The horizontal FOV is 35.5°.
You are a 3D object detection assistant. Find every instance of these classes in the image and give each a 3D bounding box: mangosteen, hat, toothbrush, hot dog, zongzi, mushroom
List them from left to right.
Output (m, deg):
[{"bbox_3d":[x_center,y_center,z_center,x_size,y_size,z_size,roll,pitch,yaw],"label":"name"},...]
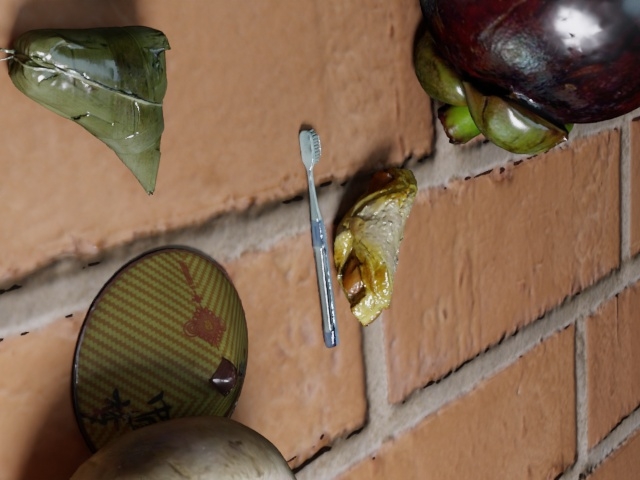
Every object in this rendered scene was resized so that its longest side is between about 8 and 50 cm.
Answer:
[{"bbox_3d":[-0.176,-0.084,0.706,0.154,0.062,0.130,-14,118,-43],"label":"zongzi"},{"bbox_3d":[-0.102,0.249,0.736,0.255,0.184,0.255,-14,108,-52],"label":"mushroom"},{"bbox_3d":[-0.099,0.106,0.804,0.193,0.082,0.193,-12,105,-49],"label":"hat"},{"bbox_3d":[0.000,0.000,0.965,0.019,0.016,0.219,-29,117,-55],"label":"toothbrush"},{"bbox_3d":[0.046,-0.003,0.980,0.061,0.078,0.169,27,68,-34],"label":"hot dog"},{"bbox_3d":[0.225,-0.245,1.026,0.300,0.300,0.300,-10,103,-50],"label":"mangosteen"}]
